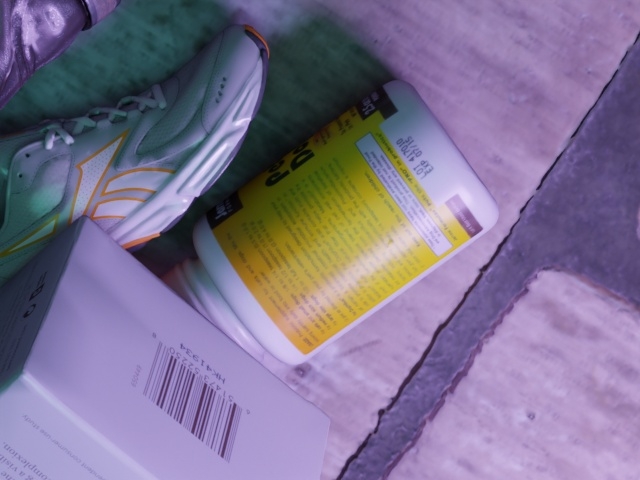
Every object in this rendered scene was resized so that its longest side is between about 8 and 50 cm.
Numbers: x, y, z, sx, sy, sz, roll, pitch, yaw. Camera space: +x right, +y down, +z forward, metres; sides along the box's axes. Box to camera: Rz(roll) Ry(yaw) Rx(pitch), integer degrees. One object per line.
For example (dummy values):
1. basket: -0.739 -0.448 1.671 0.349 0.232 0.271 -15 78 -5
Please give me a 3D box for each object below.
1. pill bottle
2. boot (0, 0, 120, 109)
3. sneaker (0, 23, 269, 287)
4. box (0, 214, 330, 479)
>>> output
1. pill bottle: 0.000 0.000 1.234 0.215 0.117 0.117 -36 109 5
2. boot: -0.258 -0.144 1.115 0.263 0.091 0.229 48 68 -21
3. sneaker: -0.143 -0.049 1.212 0.121 0.099 0.262 40 98 -13
4. box: -0.194 0.187 1.192 0.215 0.168 0.345 42 118 -18
